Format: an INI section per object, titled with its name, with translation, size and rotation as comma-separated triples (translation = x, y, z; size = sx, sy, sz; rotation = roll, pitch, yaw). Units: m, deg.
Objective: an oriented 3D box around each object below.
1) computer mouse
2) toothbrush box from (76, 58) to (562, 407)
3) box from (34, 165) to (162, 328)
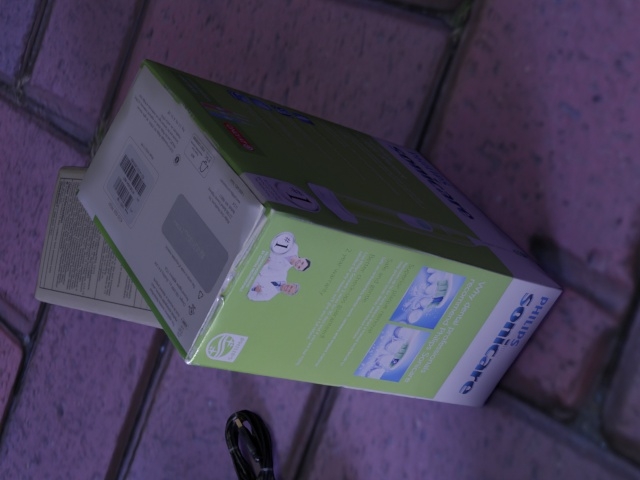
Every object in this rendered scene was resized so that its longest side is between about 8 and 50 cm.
[computer mouse]
translation = -0.029, 0.227, 1.025
size = 0.242, 0.041, 0.071
rotation = 45, 113, 45
[toothbrush box]
translation = 0.000, 0.000, 0.870
size = 0.206, 0.283, 0.122
rotation = 49, 117, 43
[box]
translation = -0.134, 0.013, 1.138
size = 0.311, 0.121, 0.147
rotation = 8, 86, 49
